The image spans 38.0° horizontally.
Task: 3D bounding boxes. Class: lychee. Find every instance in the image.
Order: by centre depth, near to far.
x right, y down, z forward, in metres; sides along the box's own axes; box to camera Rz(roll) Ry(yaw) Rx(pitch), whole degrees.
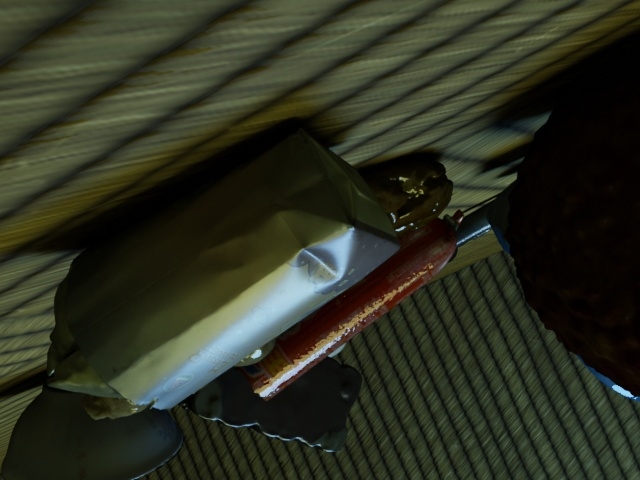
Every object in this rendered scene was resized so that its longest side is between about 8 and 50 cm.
[{"bbox_3d":[0.260,-0.011,0.623,0.261,0.260,0.260,-23,173,-3],"label":"lychee"}]

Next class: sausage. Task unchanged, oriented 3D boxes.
[{"bbox_3d":[0.033,0.055,0.933,0.274,0.074,0.074,-35,173,-2],"label":"sausage"}]

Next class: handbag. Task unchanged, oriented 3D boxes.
[{"bbox_3d":[-0.054,0.015,0.472,0.173,0.095,0.117,-33,166,10],"label":"handbag"}]

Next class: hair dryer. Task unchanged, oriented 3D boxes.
[{"bbox_3d":[0.196,-0.021,1.155,0.195,0.050,0.173,-29,174,18],"label":"hair dryer"}]

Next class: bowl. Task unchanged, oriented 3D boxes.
[{"bbox_3d":[-0.240,0.181,0.969,0.189,0.086,0.189,-4,-166,1],"label":"bowl"}]

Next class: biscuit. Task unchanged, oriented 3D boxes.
[{"bbox_3d":[0.000,0.000,0.689,0.226,0.042,0.226,-23,174,-3],"label":"biscuit"}]

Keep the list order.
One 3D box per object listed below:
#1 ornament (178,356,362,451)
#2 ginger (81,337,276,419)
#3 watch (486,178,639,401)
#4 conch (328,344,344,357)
[{"bbox_3d":[-0.115,0.173,1.099,0.251,0.106,0.260,27,159,-37],"label":"ornament"},{"bbox_3d":[-0.133,0.104,0.881,0.204,0.080,0.104,-25,-174,22],"label":"ginger"},{"bbox_3d":[0.310,0.019,0.866,0.305,0.274,0.241,-24,175,-37],"label":"watch"},{"bbox_3d":[-0.032,0.105,1.149,0.094,0.104,0.176,9,157,-33],"label":"conch"}]
